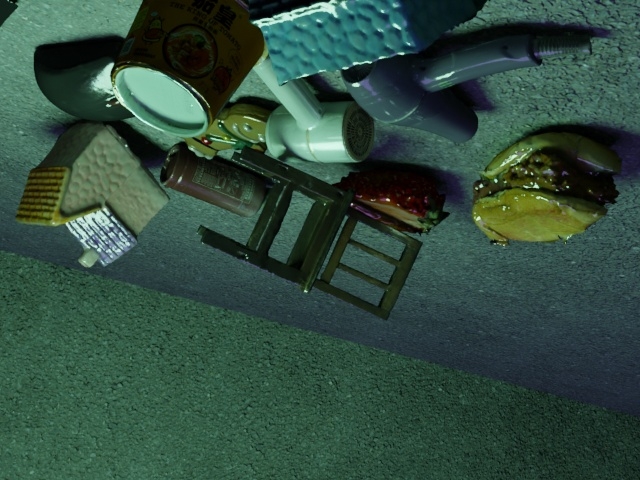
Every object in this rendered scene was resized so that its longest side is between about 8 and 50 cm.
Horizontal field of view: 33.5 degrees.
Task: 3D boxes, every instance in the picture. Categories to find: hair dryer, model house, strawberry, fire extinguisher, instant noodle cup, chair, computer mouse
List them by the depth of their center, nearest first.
[{"bbox_3d":[0.033,-0.346,1.302,0.261,0.226,0.241,-7,116,40],"label":"model house"},{"bbox_3d":[0.241,-0.239,1.579,0.361,0.121,0.301,-8,161,38],"label":"hair dryer"},{"bbox_3d":[-0.206,-0.271,1.597,0.215,0.172,0.216,20,154,10],"label":"instant noodle cup"},{"bbox_3d":[-0.059,-0.254,1.774,0.173,0.108,0.357,1,150,32],"label":"hair dryer"},{"bbox_3d":[-0.406,-0.275,1.910,0.269,0.100,0.170,0,161,35],"label":"computer mouse"},{"bbox_3d":[0.000,0.000,1.964,0.416,0.203,0.240,25,176,-10],"label":"chair"},{"bbox_3d":[0.134,-0.086,2.108,0.228,0.098,0.174,10,161,20],"label":"strawberry"},{"bbox_3d":[-0.489,-0.084,2.207,0.202,0.237,0.237,7,142,46],"label":"model house"},{"bbox_3d":[-0.203,-0.109,2.263,0.269,0.105,0.105,22,160,-26],"label":"fire extinguisher"}]

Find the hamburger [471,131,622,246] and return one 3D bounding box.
[{"bbox_3d":[0.376,-0.090,1.825,0.282,0.155,0.245,9,159,25],"label":"hamburger"}]

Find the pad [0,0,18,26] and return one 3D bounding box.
[{"bbox_3d":[-0.645,-0.428,1.763,0.265,0.009,0.159,25,160,-28],"label":"pad"}]

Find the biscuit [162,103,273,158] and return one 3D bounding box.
[{"bbox_3d":[-0.187,-0.209,2.017,0.301,0.049,0.197,-1,160,44],"label":"biscuit"}]
